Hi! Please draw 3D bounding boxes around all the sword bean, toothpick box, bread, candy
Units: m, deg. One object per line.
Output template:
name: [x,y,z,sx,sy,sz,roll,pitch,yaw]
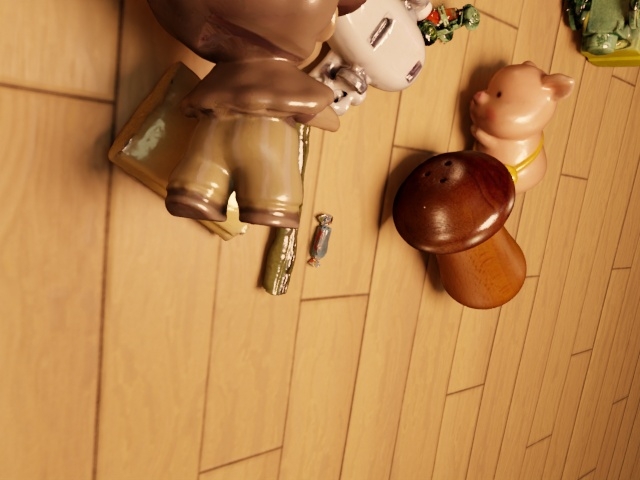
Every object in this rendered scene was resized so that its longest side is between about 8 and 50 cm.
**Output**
sword bean: [-0.043,-0.058,0.676,0.043,0.038,0.269,-10,111,-63]
toothpick box: [0.243,-0.014,0.824,0.192,0.192,0.294,-53,134,-14]
bread: [-0.135,-0.098,0.575,0.178,0.060,0.139,37,79,-39]
candy: [0.000,0.000,0.735,0.030,0.020,0.083,12,97,-40]

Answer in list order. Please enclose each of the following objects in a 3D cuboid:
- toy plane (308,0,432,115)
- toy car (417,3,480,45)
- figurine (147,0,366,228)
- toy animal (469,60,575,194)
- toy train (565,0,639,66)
toy plane: [0.047,-0.285,0.636,0.244,0.117,0.245,-17,127,-24]
toy car: [0.175,-0.324,0.749,0.143,0.073,0.054,-30,102,-28]
figurine: [-0.071,-0.203,0.462,0.203,0.248,0.381,-6,101,-67]
toy animal: [0.333,-0.179,0.863,0.149,0.165,0.248,-5,123,-12]
toy train: [0.622,-0.557,0.995,0.237,0.150,0.369,-4,105,-46]
